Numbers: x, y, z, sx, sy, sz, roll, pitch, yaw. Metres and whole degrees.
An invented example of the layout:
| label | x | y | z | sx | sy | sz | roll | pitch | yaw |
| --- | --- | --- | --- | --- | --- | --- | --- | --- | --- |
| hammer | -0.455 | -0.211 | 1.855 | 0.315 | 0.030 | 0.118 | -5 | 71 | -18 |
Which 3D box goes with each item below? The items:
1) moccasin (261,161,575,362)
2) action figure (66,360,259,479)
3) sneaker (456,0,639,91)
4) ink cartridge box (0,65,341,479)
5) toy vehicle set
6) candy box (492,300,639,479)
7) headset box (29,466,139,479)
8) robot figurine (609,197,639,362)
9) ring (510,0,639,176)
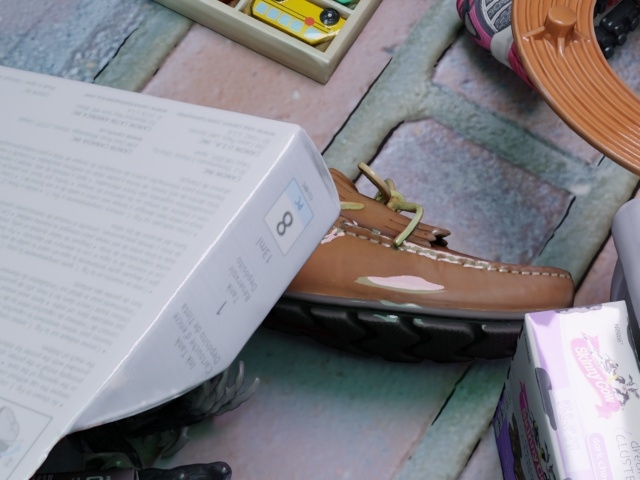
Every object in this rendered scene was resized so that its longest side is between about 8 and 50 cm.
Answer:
| label | x | y | z | sx | sy | sz | roll | pitch | yaw |
| --- | --- | --- | --- | --- | --- | --- | --- | --- | --- |
| moccasin | 0.000 | 0.001 | 1.198 | 0.380 | 0.139 | 0.147 | 10 | 72 | 13 |
| action figure | -0.115 | 0.119 | 1.115 | 0.141 | 0.164 | 0.276 | -35 | 77 | 9 |
| sneaker | 0.245 | -0.245 | 1.333 | 0.299 | 0.121 | 0.112 | -34 | 55 | -22 |
| ink cartridge box | -0.213 | 0.060 | 1.034 | 0.308 | 0.091 | 0.385 | 15 | 57 | 36 |
| toy vehicle set | -0.069 | -0.257 | 1.368 | 0.266 | 0.035 | 0.166 | 27 | 65 | 11 |
| candy box | 0.173 | 0.156 | 1.083 | 0.070 | 0.196 | 0.165 | -6 | 64 | -4 |
| headset box | -0.222 | 0.265 | 1.000 | 0.293 | 0.110 | 0.218 | -2 | 107 | -4 |
| robot figurine | 0.312 | 0.083 | 1.092 | 0.300 | 0.200 | 0.353 | 36 | 26 | -28 |
| ring | 0.303 | -0.147 | 1.149 | 0.336 | 0.032 | 0.337 | 4 | 48 | -5 |
